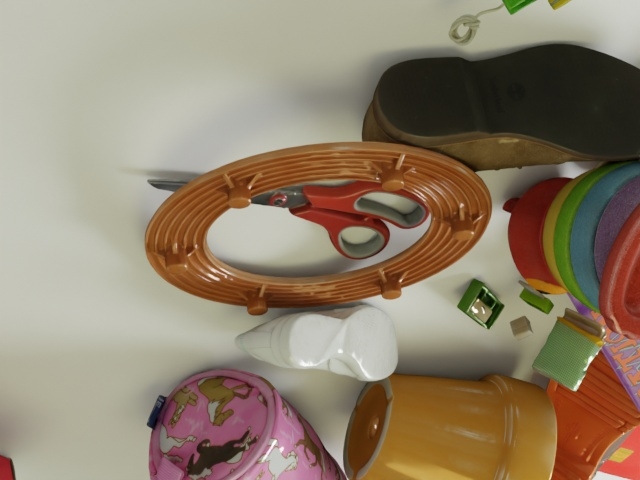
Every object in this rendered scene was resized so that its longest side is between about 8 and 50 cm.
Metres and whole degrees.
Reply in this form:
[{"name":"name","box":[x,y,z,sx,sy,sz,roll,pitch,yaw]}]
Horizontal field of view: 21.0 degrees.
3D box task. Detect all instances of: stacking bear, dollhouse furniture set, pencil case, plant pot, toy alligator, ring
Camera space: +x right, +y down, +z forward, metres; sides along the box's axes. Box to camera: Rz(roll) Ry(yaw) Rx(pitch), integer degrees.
[{"name":"stacking bear","box":[0.281,0.003,1.662,0.175,0.289,0.164,14,91,-24]},{"name":"dollhouse furniture set","box":[0.224,0.091,1.840,0.076,0.151,0.058,-57,141,-6]},{"name":"pencil case","box":[-0.059,0.295,1.965,0.167,0.160,0.386,-8,146,19]},{"name":"plant pot","box":[0.135,0.236,1.955,0.188,0.205,0.205,18,132,-18]},{"name":"toy alligator","box":[0.196,-0.229,1.511,0.189,0.056,0.051,-31,-179,17]},{"name":"ring","box":[0.000,0.000,1.661,0.336,0.032,0.336,-5,154,-2]}]

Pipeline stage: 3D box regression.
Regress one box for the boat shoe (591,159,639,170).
[{"name":"boat shoe","box":[0.344,-0.102,1.714,0.072,0.068,0.190,26,126,-27]}]

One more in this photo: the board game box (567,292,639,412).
[{"name":"board game box","box":[0.415,0.098,1.874,0.208,0.056,0.347,-28,113,17]}]

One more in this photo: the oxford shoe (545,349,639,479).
[{"name":"oxford shoe","box":[0.330,0.175,2.031,0.364,0.130,0.132,-55,171,26]}]

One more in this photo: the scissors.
[{"name":"scissors","box":[-0.022,-0.047,1.674,0.297,0.021,0.109,20,131,-37]}]

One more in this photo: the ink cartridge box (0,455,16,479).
[{"name":"ink cartridge box","box":[-0.465,0.265,1.789,0.272,0.130,0.309,-36,139,20]}]

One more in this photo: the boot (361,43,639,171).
[{"name":"boot","box":[0.186,-0.111,1.626,0.305,0.112,0.115,1,156,-13]}]

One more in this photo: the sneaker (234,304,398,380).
[{"name":"sneaker","box":[-0.003,0.106,1.835,0.094,0.080,0.212,-4,170,38]}]

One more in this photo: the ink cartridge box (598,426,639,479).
[{"name":"ink cartridge box","box":[0.504,0.247,2.166,0.296,0.066,0.261,19,123,-43]}]
